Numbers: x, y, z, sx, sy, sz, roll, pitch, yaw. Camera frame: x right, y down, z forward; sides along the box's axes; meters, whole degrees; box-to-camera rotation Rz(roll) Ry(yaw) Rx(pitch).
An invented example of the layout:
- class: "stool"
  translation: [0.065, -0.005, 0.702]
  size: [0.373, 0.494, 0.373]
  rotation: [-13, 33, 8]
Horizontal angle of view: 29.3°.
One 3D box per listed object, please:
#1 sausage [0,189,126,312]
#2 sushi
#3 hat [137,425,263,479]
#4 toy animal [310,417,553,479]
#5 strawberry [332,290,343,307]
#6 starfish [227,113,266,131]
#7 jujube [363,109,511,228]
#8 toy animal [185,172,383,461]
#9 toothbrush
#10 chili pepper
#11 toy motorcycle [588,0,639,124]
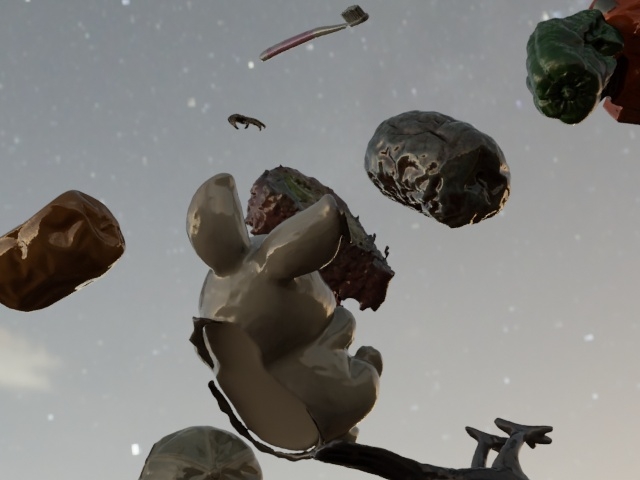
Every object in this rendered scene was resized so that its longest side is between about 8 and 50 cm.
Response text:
- class: "sausage"
  translation: [-0.393, 0.021, 1.758]
  size: [0.241, 0.136, 0.120]
  rotation: [-24, 12, 27]
- class: "sushi"
  translation: [0.001, -0.008, 1.743]
  size: [0.241, 0.161, 0.107]
  rotation: [32, -67, -4]
- class: "hat"
  translation: [-0.148, 0.395, 1.794]
  size: [0.161, 0.232, 0.275]
  rotation: [3, -41, 44]
- class: "toy animal"
  translation: [0.181, 0.263, 1.286]
  size: [0.367, 0.206, 0.081]
  rotation: [36, -49, -1]
- class: "strawberry"
  translation: [-0.058, 0.121, 1.882]
  size: [0.205, 0.244, 0.205]
  rotation: [1, -63, 1]
- class: "starfish"
  translation: [-0.139, -0.217, 2.253]
  size: [0.078, 0.028, 0.091]
  rotation: [1, 12, -42]
- class: "jujube"
  translation: [0.232, -0.145, 2.442]
  size: [0.226, 0.226, 0.317]
  rotation: [14, 5, -40]
- class: "toy animal"
  translation: [-0.041, 0.091, 1.302]
  size: [0.209, 0.154, 0.325]
  rotation: [12, -49, 18]
- class: "toothbrush"
  translation: [-0.016, -0.284, 1.689]
  size: [0.025, 0.020, 0.286]
  rotation: [47, -25, -18]
- class: "chili pepper"
  translation: [0.275, -0.203, 1.348]
  size: [0.099, 0.253, 0.083]
  rotation: [31, -58, 3]
- class: "toy motorcycle"
  translation: [0.449, -0.246, 1.544]
  size: [0.326, 0.147, 0.221]
  rotation: [3, -56, -24]
